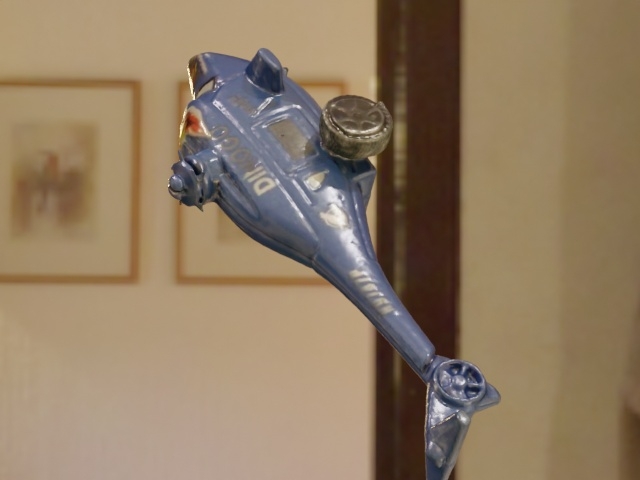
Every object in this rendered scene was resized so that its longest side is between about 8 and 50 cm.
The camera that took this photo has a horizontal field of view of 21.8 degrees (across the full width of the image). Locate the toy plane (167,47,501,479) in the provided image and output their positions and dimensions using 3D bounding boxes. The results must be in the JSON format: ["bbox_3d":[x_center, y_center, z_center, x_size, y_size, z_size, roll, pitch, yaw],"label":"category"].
[{"bbox_3d":[0.000,0.000,0.484,0.062,0.167,0.054,-18,-37,-29],"label":"toy plane"}]
